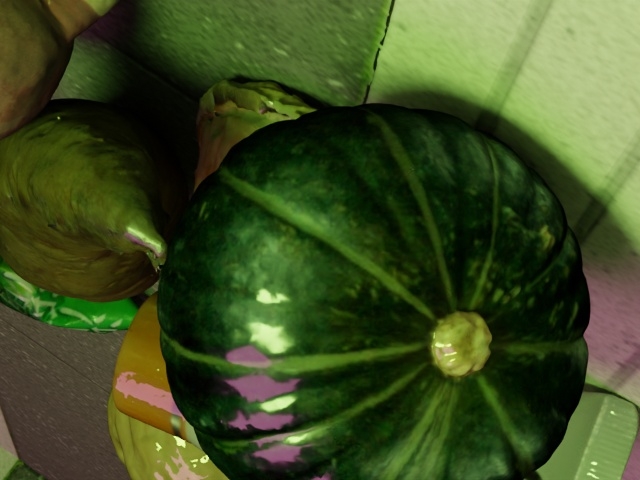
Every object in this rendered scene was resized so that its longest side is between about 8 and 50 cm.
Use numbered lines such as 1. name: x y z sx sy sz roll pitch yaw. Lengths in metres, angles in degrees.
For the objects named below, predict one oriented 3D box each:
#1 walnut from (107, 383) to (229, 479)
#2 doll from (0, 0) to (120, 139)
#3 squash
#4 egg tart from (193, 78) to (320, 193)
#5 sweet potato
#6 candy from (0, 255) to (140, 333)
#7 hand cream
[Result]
1. walnut: -0.039 0.137 1.288 0.245 0.198 0.198 53 157 -20
2. doll: -0.237 -0.163 0.952 0.256 0.152 0.196 33 121 -23
3. squash: 0.026 0.038 0.878 0.218 0.218 0.172 42 155 -19
4. egg tart: 0.000 0.002 1.045 0.212 0.090 0.212 30 158 14
5. sweet potato: -0.137 -0.026 1.095 0.130 0.130 0.422 37 173 -5
6. candy: -0.234 0.030 1.568 0.203 0.078 0.141 31 177 -24
7. hand cream: 0.027 0.123 1.124 0.314 0.140 0.089 16 180 15
